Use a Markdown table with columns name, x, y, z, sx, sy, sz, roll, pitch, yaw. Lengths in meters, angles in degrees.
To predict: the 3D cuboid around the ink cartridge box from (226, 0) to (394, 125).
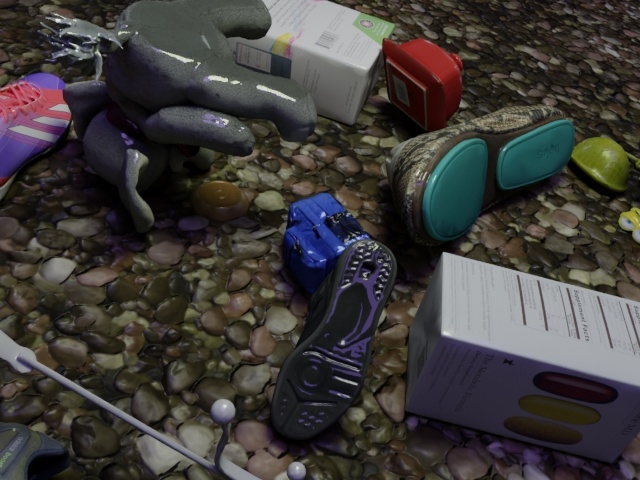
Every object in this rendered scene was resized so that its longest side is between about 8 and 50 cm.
| name | x | y | z | sx | sy | sz | roll | pitch | yaw |
| --- | --- | --- | --- | --- | --- | --- | --- | --- | --- |
| ink cartridge box | -0.067 | -0.357 | 1.212 | 0.353 | 0.119 | 0.207 | 21 | 42 | 5 |

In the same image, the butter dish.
| name | x | y | z | sx | sy | sz | roll | pitch | yaw |
| --- | --- | --- | --- | --- | --- | --- | --- | --- | --- |
| butter dish | 0.192 | -0.278 | 1.156 | 0.118 | 0.160 | 0.160 | -36 | 59 | -12 |

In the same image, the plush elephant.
| name | x | y | z | sx | sy | sz | roll | pitch | yaw |
| --- | --- | --- | --- | --- | --- | --- | --- | --- | --- |
| plush elephant | -0.205 | -0.162 | 0.887 | 0.329 | 0.255 | 0.272 | -8 | 55 | -34 |

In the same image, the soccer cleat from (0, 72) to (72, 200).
| name | x | y | z | sx | sy | sz | roll | pitch | yaw |
| --- | --- | --- | --- | --- | --- | --- | --- | --- | --- |
| soccer cleat | -0.419 | -0.156 | 0.892 | 0.108 | 0.117 | 0.318 | 16 | 42 | 0 |

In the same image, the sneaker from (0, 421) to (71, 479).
| name | x | y | z | sx | sy | sz | roll | pitch | yaw |
| --- | --- | --- | --- | --- | --- | --- | --- | --- | --- |
| sneaker | -0.270 | 0.257 | 0.500 | 0.121 | 0.111 | 0.300 | 10 | 44 | -12 |

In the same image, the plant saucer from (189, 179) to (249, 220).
| name | x | y | z | sx | sy | sz | roll | pitch | yaw |
| --- | --- | --- | --- | --- | --- | --- | --- | --- | --- |
| plant saucer | -0.141 | -0.060 | 0.947 | 0.083 | 0.015 | 0.083 | 9 | 42 | -8 |

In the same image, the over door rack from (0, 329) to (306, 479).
| name | x | y | z | sx | sy | sz | roll | pitch | yaw |
| --- | --- | --- | --- | --- | --- | --- | --- | --- | --- |
| over door rack | -0.150 | 0.220 | 0.497 | 0.324 | 0.108 | 0.240 | 31 | 37 | -20 |

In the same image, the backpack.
| name | x | y | z | sx | sy | sz | roll | pitch | yaw |
| --- | --- | --- | --- | --- | --- | --- | --- | --- | --- |
| backpack | 0.000 | 0.000 | 0.862 | 0.101 | 0.098 | 0.120 | -16 | 51 | -26 |

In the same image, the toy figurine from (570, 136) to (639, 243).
| name | x | y | z | sx | sy | sz | roll | pitch | yaw |
| --- | --- | --- | --- | --- | --- | --- | --- | --- | --- |
| toy figurine | 0.592 | -0.119 | 1.077 | 0.191 | 0.217 | 0.363 | -8 | 47 | -24 |

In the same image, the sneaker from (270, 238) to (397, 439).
| name | x | y | z | sx | sy | sz | roll | pitch | yaw |
| --- | --- | --- | --- | --- | --- | --- | --- | --- | --- |
| sneaker | 0.013 | 0.118 | 0.759 | 0.087 | 0.130 | 0.228 | 22 | 70 | 1 |

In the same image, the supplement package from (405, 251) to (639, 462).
| name | x | y | z | sx | sy | sz | roll | pitch | yaw |
| --- | --- | --- | --- | --- | --- | --- | --- | --- | --- |
| supplement package | 0.232 | 0.131 | 0.757 | 0.243 | 0.139 | 0.134 | 14 | 40 | -1 |

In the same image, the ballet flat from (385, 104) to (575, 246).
| name | x | y | z | sx | sy | sz | roll | pitch | yaw |
| --- | --- | --- | --- | --- | --- | --- | --- | --- | --- |
| ballet flat | 0.214 | -0.115 | 1.034 | 0.182 | 0.164 | 0.482 | 19 | 31 | 37 |
